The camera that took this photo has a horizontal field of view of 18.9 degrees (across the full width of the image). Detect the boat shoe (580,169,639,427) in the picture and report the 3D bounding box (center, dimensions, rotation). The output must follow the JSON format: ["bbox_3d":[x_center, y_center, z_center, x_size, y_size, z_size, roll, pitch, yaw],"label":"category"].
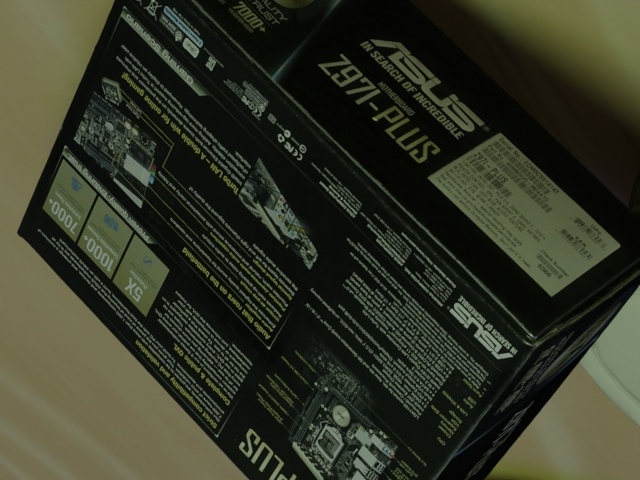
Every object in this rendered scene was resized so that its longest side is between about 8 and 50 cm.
[{"bbox_3d":[0.210,0.079,0.709,0.109,0.091,0.305,-18,126,46],"label":"boat shoe"}]

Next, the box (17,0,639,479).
[{"bbox_3d":[0.000,0.000,0.650,0.180,0.077,0.147,45,135,15],"label":"box"}]
